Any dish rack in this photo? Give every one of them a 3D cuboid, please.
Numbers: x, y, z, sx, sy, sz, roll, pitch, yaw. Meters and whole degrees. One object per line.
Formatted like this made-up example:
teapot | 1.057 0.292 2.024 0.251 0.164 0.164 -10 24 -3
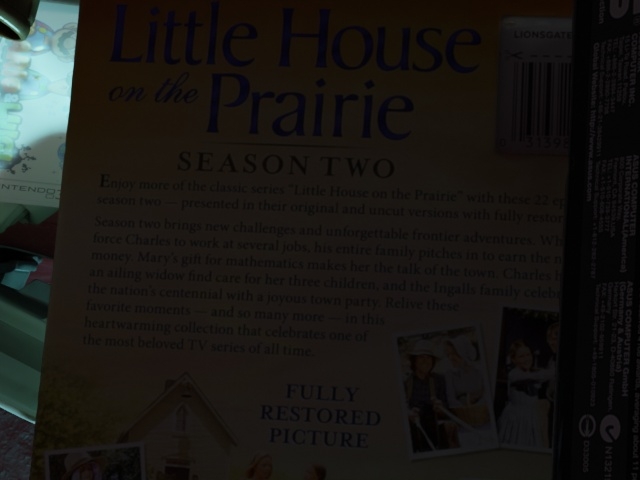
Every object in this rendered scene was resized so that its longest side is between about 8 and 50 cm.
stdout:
dish rack | -0.181 0.075 1.014 0.285 0.072 0.333 23 174 23

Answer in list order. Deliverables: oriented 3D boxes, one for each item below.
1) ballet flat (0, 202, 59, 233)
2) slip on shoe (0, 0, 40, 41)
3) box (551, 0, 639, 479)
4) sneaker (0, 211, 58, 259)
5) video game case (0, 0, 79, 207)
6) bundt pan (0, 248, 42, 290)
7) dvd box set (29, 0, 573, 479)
ballet flat | -0.272 -0.052 0.891 0.400 0.139 0.139 4 172 -4
slip on shoe | -0.186 -0.123 0.659 0.051 0.041 0.135 -4 169 43
box | 0.205 0.038 0.386 0.097 0.395 0.318 12 168 -37
sneaker | -0.200 -0.034 1.048 0.314 0.116 0.136 3 171 5
video game case | -0.136 -0.074 0.794 0.143 0.019 0.157 6 138 -17
bundt pan | -0.408 0.030 1.231 0.331 0.124 0.331 15 -174 -2
dvd box set | 0.026 0.078 0.651 0.308 0.420 0.062 2 168 6
